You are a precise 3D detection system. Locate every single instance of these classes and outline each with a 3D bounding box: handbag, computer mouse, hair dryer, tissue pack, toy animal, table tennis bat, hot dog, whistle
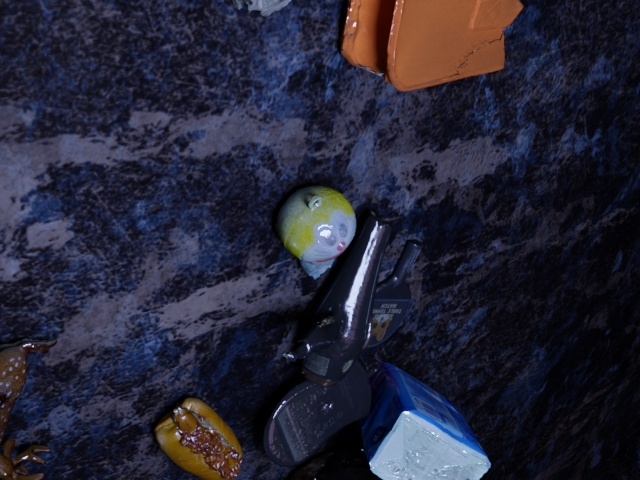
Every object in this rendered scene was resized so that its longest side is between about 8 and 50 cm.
[{"bbox_3d":[0.186,-0.427,1.190,0.303,0.116,0.410,-19,131,-40],"label":"handbag"},{"bbox_3d":[-0.008,0.290,1.555,0.264,0.088,0.147,-26,117,-25],"label":"computer mouse"},{"bbox_3d":[0.018,0.113,1.338,0.304,0.120,0.359,-67,169,12],"label":"hair dryer"},{"bbox_3d":[0.178,0.365,1.618,0.198,0.263,0.146,33,96,-11],"label":"tissue pack"},{"bbox_3d":[-0.417,0.237,1.091,0.260,0.087,0.244,20,105,-48],"label":"toy animal"},{"bbox_3d":[0.127,0.104,1.605,0.150,0.027,0.236,5,117,-48],"label":"table tennis bat"},{"bbox_3d":[-0.190,0.336,1.409,0.102,0.076,0.249,-40,141,-11],"label":"hot dog"},{"bbox_3d":[0.000,0.000,1.327,0.123,0.123,0.223,-38,154,-19],"label":"whistle"}]

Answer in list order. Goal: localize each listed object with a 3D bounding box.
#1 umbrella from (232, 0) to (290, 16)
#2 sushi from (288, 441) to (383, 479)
[{"bbox_3d":[-0.142,-0.374,0.894,0.358,0.113,0.106,47,54,-47],"label":"umbrella"},{"bbox_3d":[0.082,0.572,1.694,0.299,0.294,0.281,-38,140,-20],"label":"sushi"}]
